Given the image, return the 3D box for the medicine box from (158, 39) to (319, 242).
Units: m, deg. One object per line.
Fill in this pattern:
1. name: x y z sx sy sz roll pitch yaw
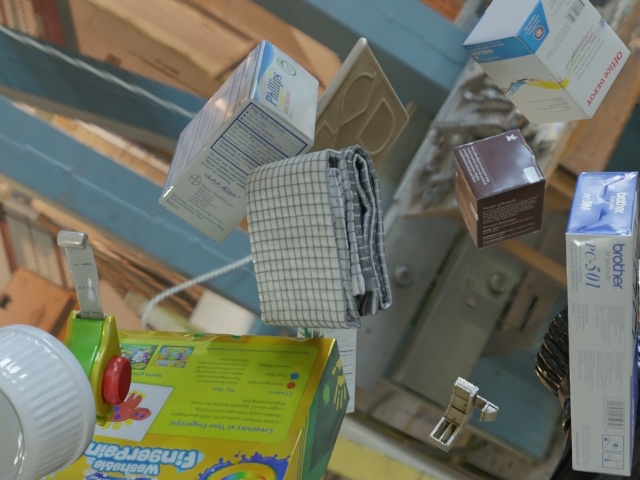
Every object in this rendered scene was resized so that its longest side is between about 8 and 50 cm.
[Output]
1. medicine box: -0.150 -0.190 1.831 0.289 0.149 0.263 -43 23 27

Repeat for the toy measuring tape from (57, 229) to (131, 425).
1. toy measuring tape: -0.329 0.145 1.331 0.121 0.121 0.330 -80 -9 -52

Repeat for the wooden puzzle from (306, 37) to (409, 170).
1. wooden puzzle: 0.040 -0.217 2.040 0.322 0.080 0.348 -56 -29 -10

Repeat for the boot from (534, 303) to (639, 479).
1. boot: 0.361 0.265 1.357 0.348 0.131 0.260 -47 39 8

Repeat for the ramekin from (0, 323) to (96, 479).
1. ramekin: -0.405 0.222 1.249 0.207 0.207 0.109 -53 -11 28

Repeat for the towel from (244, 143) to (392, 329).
1. towel: 0.000 0.000 1.579 0.235 0.121 0.283 -7 93 50

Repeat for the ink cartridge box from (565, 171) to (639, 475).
1. ink cartridge box: 0.211 0.063 0.717 0.097 0.046 0.207 -57 -36 -54

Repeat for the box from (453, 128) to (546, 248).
1. box: 0.418 -0.119 2.274 0.203 0.167 0.168 76 177 -54

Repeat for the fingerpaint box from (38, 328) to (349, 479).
1. fingerpaint box: -0.213 0.335 1.617 0.371 0.445 0.163 -67 -29 -49

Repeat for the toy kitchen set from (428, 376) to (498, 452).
1. toy kitchen set: 0.207 0.260 1.395 0.075 0.068 0.083 -47 -26 -33

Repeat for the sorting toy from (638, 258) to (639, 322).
1. sorting toy: 0.664 0.137 1.615 0.255 0.257 0.089 -94 4 -57

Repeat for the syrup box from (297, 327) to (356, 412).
1. syrup box: 0.011 0.229 1.960 0.093 0.096 0.237 17 108 62

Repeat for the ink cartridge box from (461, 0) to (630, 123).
1. ink cartridge box: 0.429 -0.360 1.834 0.171 0.233 0.168 -55 25 -15
